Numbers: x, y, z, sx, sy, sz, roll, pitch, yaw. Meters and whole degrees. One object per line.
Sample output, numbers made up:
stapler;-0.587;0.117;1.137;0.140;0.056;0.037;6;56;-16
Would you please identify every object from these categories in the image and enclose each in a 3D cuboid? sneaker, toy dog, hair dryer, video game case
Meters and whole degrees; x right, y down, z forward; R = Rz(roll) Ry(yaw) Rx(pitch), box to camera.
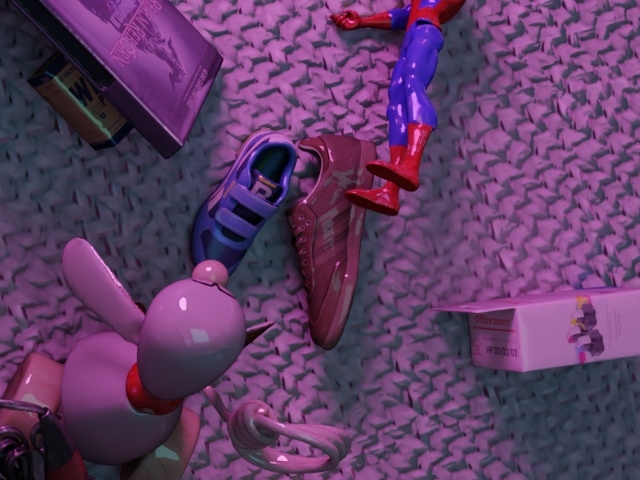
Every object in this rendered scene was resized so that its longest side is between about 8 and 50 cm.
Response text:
sneaker;0.000;0.000;1.543;0.071;0.066;0.188;11;80;-4
toy dog;-0.127;0.084;1.374;0.220;0.333;0.161;35;55;-32
hair dryer;-0.187;0.236;1.390;0.293;0.223;0.080;17;46;-25
sneaker;-0.065;-0.032;1.510;0.053;0.059;0.144;29;81;-21
video game case;-0.192;-0.204;1.406;0.026;0.196;0.274;-39;106;22

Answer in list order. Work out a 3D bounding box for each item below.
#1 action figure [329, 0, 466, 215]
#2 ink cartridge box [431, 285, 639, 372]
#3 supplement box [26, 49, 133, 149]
action figure;0.053;-0.175;1.526;0.139;0.091;0.280;24;62;-9
ink cartridge box;0.203;0.081;1.588;0.181;0.104;0.062;-6;91;-20
supplement box;-0.187;-0.124;1.450;0.083;0.083;0.056;46;76;-14
